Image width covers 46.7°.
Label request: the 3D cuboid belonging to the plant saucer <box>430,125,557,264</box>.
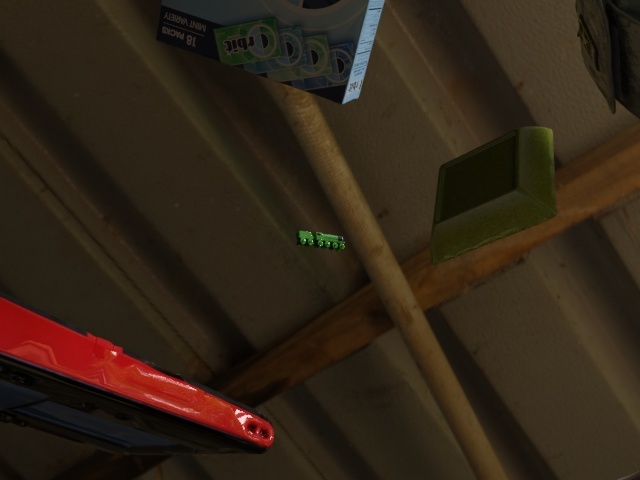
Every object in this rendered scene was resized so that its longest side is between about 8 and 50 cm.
[{"bbox_3d":[0.227,-0.075,1.025,0.188,0.188,0.045,-25,-57,34],"label":"plant saucer"}]

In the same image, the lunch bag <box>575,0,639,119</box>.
[{"bbox_3d":[0.433,-0.254,0.921,0.287,0.235,0.169,37,-95,32],"label":"lunch bag"}]

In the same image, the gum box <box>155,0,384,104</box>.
[{"bbox_3d":[-0.026,-0.208,0.512,0.156,0.041,0.185,21,-66,15],"label":"gum box"}]

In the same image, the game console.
[{"bbox_3d":[-0.268,0.133,0.671,0.342,0.060,0.386,31,-28,-22],"label":"game console"}]

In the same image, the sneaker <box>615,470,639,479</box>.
[{"bbox_3d":[0.348,0.347,0.847,0.102,0.161,0.282,40,-50,19],"label":"sneaker"}]

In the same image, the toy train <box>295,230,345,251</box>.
[{"bbox_3d":[0.000,0.000,1.101,0.083,0.024,0.017,7,-20,-29],"label":"toy train"}]
